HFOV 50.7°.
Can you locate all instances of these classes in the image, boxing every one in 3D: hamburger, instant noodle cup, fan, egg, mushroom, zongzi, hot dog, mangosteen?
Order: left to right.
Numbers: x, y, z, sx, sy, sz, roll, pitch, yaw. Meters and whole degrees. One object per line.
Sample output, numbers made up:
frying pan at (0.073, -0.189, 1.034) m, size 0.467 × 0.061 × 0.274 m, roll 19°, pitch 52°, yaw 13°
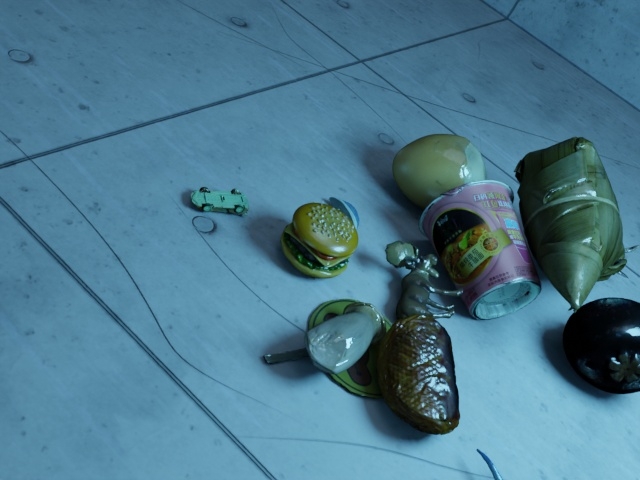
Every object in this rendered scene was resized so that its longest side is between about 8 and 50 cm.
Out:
hamburger at (0.000, 0.000, 1.375) m, size 0.162 × 0.115 × 0.162 m, roll 19°, pitch 40°, yaw -16°
fan at (0.043, 0.203, 1.260) m, size 0.335 × 0.011 × 0.230 m, roll -3°, pitch 49°, yaw -34°
mushroom at (0.044, 0.174, 1.214) m, size 0.097 × 0.088 × 0.212 m, roll 11°, pitch 23°, yaw 27°
hot dog at (0.186, 0.247, 1.221) m, size 0.160 × 0.099 × 0.227 m, roll 22°, pitch 43°, yaw -20°
egg at (0.299, -0.166, 1.687) m, size 0.244 × 0.201 × 0.201 m, roll 11°, pitch 40°, yaw -1°
instant noodle cup at (0.369, 0.029, 1.510) m, size 0.244 × 0.244 × 0.255 m, roll 4°, pitch 51°, yaw -29°
zongzi at (0.608, 0.083, 1.578) m, size 0.500 × 0.218 × 0.467 m, roll 50°, pitch 42°, yaw -41°
mangosteen at (0.643, 0.220, 1.467) m, size 0.243 × 0.243 × 0.243 m, roll 18°, pitch 40°, yaw -15°

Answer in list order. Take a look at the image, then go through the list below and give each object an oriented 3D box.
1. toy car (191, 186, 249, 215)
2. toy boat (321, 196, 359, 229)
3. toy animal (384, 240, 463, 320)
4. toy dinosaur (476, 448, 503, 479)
toy car at (-0.208, -0.079, 1.397) m, size 0.122 × 0.035 × 0.059 m, roll 0°, pitch 46°, yaw -21°
toy boat at (0.033, -0.049, 1.516) m, size 0.105 × 0.034 × 0.149 m, roll 38°, pitch 38°, yaw 14°
toy animal at (0.204, 0.091, 1.424) m, size 0.186 × 0.094 × 0.214 m, roll 25°, pitch 46°, yaw 7°
toy dinosaur at (0.389, 0.485, 1.118) m, size 0.329 × 0.076 × 0.144 m, roll 33°, pitch 31°, yaw 1°
